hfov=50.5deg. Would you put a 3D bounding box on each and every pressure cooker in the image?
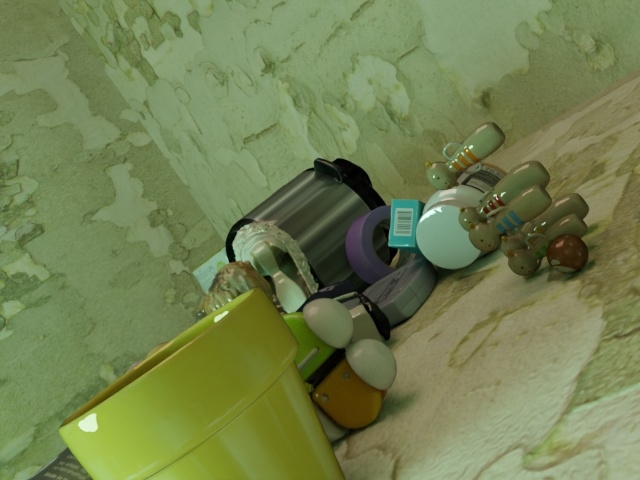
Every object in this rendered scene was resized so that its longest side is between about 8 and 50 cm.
[{"bbox_3d":[0.005,0.004,1.836,0.420,0.375,0.370,-40,2,-28],"label":"pressure cooker"}]

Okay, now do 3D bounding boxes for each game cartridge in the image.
[{"bbox_3d":[0.145,0.123,1.417,0.196,0.060,0.294,-37,1,27],"label":"game cartridge"}]

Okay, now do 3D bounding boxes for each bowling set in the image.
[{"bbox_3d":[0.280,-0.015,0.983,0.154,0.287,0.199,-40,33,30],"label":"bowling set"}]

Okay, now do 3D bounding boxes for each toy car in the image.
[{"bbox_3d":[0.015,0.165,0.921,0.159,0.182,0.136,-49,-7,20],"label":"toy car"}]

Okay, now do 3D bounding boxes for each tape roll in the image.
[{"bbox_3d":[0.161,0.014,1.657,0.189,0.189,0.080,-36,5,-30],"label":"tape roll"}]

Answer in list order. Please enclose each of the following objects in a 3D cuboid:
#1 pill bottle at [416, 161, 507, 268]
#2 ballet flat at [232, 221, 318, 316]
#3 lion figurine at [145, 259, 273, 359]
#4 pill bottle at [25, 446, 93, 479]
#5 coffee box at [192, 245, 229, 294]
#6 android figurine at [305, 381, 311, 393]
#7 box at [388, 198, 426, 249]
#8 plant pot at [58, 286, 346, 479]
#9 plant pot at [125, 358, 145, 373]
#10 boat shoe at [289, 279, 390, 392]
[{"bbox_3d":[0.302,-0.053,1.395,0.162,0.162,0.278,-33,3,35],"label":"pill bottle"},{"bbox_3d":[-0.082,0.079,1.469,0.147,0.409,0.147,-24,-36,-19],"label":"ballet flat"},{"bbox_3d":[-0.243,0.228,1.384,0.392,0.240,0.142,-34,10,4],"label":"lion figurine"},{"bbox_3d":[-0.250,0.334,0.839,0.204,0.204,0.361,-33,3,37],"label":"pill bottle"},{"bbox_3d":[-0.142,0.109,2.143,0.338,0.334,0.338,-36,3,-28],"label":"coffee box"},{"bbox_3d":[-0.126,0.244,1.056,0.273,0.248,0.056,-36,42,40],"label":"android figurine"},{"bbox_3d":[0.222,-0.023,1.486,0.060,0.100,0.244,3,-4,27],"label":"box"},{"bbox_3d":[-0.103,0.216,0.727,0.254,0.239,0.254,-34,2,1],"label":"plant pot"},{"bbox_3d":[-0.411,0.408,1.867,0.201,0.201,0.180,-34,-12,22],"label":"plant pot"},{"bbox_3d":[-0.043,0.197,1.240,0.341,0.127,0.158,-26,24,0],"label":"boat shoe"}]
